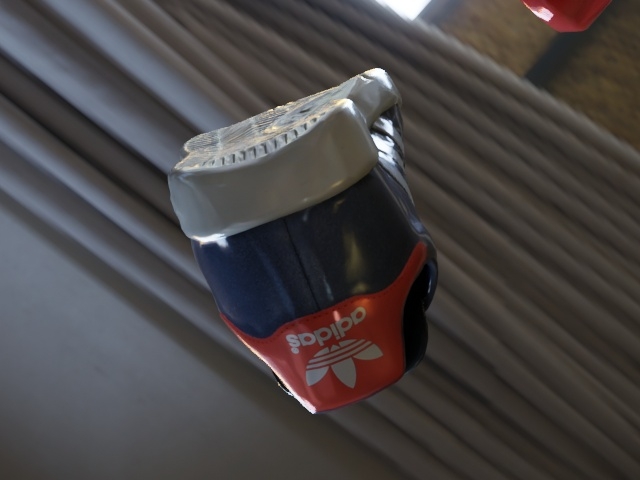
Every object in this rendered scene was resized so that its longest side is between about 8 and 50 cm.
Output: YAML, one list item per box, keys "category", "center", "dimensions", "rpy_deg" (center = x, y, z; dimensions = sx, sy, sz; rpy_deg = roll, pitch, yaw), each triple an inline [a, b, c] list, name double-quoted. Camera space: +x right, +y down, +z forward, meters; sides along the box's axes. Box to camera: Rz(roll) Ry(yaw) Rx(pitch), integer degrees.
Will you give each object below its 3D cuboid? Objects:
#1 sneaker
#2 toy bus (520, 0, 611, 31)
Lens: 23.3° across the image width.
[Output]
- category: "sneaker"
  center: [0.000, 0.000, 0.839]
  dimensions: [0.131, 0.148, 0.350]
  rpy_deg: [-21, -172, 10]
- category: "toy bus"
  center: [0.120, -0.138, 0.361]
  dimensions: [0.211, 0.220, 0.149]
  rpy_deg: [-54, -132, 18]
